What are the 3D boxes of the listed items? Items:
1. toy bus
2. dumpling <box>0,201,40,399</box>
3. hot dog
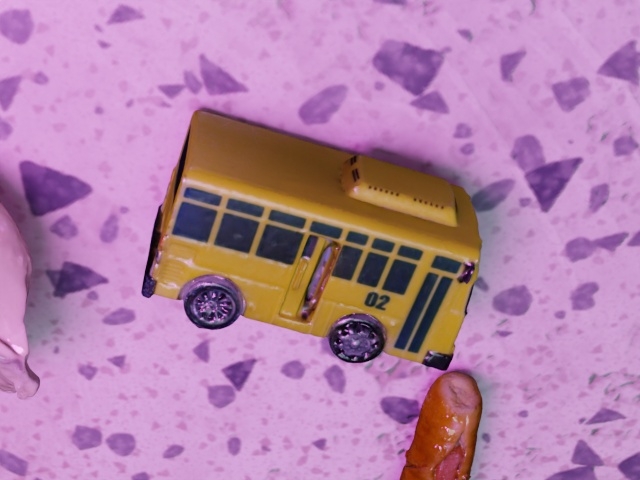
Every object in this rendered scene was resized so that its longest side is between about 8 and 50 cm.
[{"bbox_3d":[0.000,0.000,0.964,0.262,0.128,0.150,15,120,-11],"label":"toy bus"},{"bbox_3d":[-0.322,0.031,0.966,0.258,0.147,0.193,53,144,-4],"label":"dumpling"},{"bbox_3d":[0.103,0.251,1.156,0.061,0.088,0.286,7,116,-8],"label":"hot dog"}]
